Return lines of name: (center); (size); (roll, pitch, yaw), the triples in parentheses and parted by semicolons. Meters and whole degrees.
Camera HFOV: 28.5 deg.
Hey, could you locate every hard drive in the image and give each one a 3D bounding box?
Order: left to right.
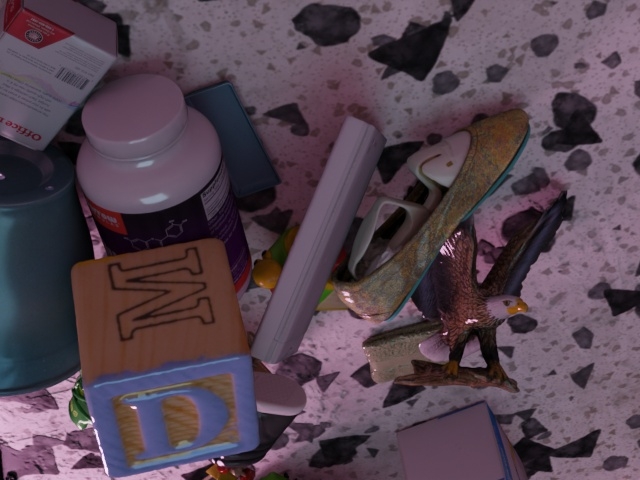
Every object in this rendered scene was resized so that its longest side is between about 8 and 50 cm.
hard drive: (0.000, 0.000, 1.582); (0.040, 0.203, 0.307); (24, 93, 7)

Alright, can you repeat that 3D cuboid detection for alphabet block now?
alphabet block: (-0.187, 0.140, 1.519); (0.193, 0.197, 0.192); (-9, 136, -9)

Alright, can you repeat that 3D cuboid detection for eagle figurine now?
eagle figurine: (0.229, 0.064, 1.797); (0.225, 0.298, 0.226); (1, 175, 29)

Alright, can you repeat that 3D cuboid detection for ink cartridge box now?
ink cartridge box: (-0.340, -0.206, 1.490); (0.127, 0.072, 0.175); (25, 126, -32)
ink cartridge box: (0.262, 0.428, 2.181); (0.171, 0.168, 0.233); (-23, 136, 12)

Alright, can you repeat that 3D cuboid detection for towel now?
towel: (0.145, 0.177, 2.004); (0.148, 0.027, 0.110); (-14, 135, 4)

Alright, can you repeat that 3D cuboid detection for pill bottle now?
pill bottle: (-0.200, -0.048, 1.600); (0.181, 0.181, 0.323); (-11, 136, 1)

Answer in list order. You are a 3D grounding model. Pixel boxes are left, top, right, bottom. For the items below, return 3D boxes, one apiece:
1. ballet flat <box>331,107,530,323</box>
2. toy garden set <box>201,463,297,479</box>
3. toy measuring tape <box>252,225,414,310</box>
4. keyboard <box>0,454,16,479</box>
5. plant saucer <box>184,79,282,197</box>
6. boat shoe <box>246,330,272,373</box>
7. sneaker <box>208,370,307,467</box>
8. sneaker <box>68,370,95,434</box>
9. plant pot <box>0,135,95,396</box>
ballet flat: (0.137, -0.048, 1.655); (0.123, 0.123, 0.348); (31, 101, -34)
toy garden set: (-0.165, 0.458, 2.228); (0.244, 0.049, 0.204); (-35, 133, 25)
toy measuring tape: (0.023, 0.039, 1.814); (0.330, 0.121, 0.121); (3, 140, -45)
keyboard: (-0.563, 0.424, 2.138); (0.108, 0.023, 0.180); (0, 136, -10)
plant saucer: (-0.113, -0.133, 1.647); (0.067, 0.018, 0.192); (-18, 135, 9)
boat shoe: (-0.156, 0.166, 1.884); (0.089, 0.104, 0.285); (-32, 131, 26)
sneaker: (-0.180, 0.251, 1.824); (0.295, 0.104, 0.147); (14, 120, -18)
sneaker: (-0.333, 0.240, 1.926); (0.123, 0.109, 0.295); (-16, 136, 1)
plant pot: (-0.405, 0.013, 1.586); (0.271, 0.272, 0.255); (3, 123, -13)
